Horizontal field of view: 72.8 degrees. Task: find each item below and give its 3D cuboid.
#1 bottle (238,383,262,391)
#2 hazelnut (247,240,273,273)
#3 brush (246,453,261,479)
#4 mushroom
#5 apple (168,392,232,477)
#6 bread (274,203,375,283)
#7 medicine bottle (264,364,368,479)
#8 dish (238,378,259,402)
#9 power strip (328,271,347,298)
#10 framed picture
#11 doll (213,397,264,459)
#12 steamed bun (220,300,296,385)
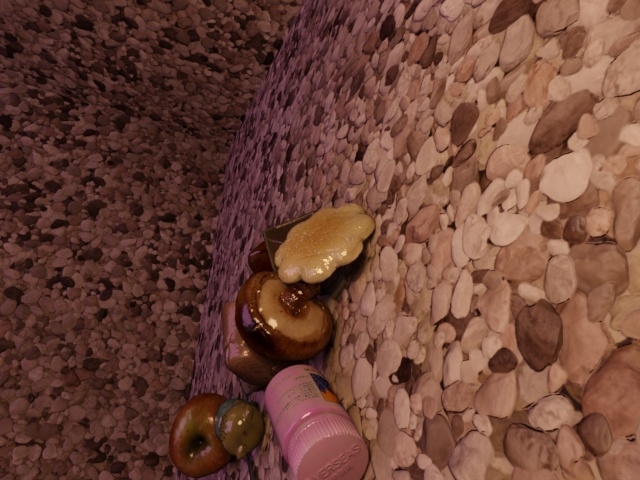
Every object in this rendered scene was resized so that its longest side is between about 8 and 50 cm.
[{"bbox_3d":[-0.259,0.497,1.671,0.099,0.099,0.152,168,111,-65],"label":"bottle"},{"bbox_3d":[-0.165,0.070,1.566,0.208,0.208,0.208,-45,37,50],"label":"hazelnut"},{"bbox_3d":[-0.245,0.815,1.553,0.266,0.027,0.062,-149,75,-70],"label":"brush"},{"bbox_3d":[-0.102,0.210,1.235,0.278,0.297,0.163,-42,-12,-31],"label":"mushroom"},{"bbox_3d":[-0.464,0.786,1.771,0.309,0.278,0.250,-63,-4,-9],"label":"apple"},{"bbox_3d":[0.000,0.000,1.210,0.316,0.054,0.316,-23,33,16],"label":"bread"},{"bbox_3d":[-0.020,0.444,1.043,0.291,0.178,0.178,33,108,66],"label":"medicine bottle"},{"bbox_3d":[-0.236,0.452,1.549,0.236,0.086,0.227,128,131,-59],"label":"dish"},{"bbox_3d":[0.051,0.131,1.271,0.090,0.016,0.040,-58,28,34],"label":"power strip"},{"bbox_3d":[-0.076,0.003,1.443,0.289,0.213,0.016,-117,6,-57],"label":"framed picture"},{"bbox_3d":[-0.293,0.668,1.568,0.261,0.162,0.176,158,125,-65],"label":"doll"},{"bbox_3d":[-0.165,0.316,1.381,0.199,0.301,0.251,-24,56,16],"label":"steamed bun"}]
